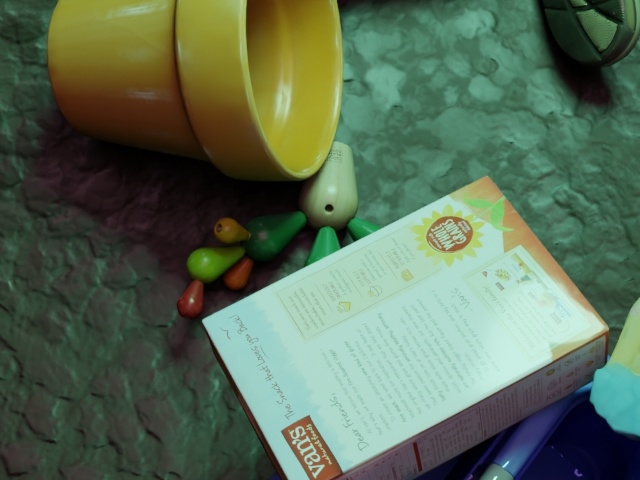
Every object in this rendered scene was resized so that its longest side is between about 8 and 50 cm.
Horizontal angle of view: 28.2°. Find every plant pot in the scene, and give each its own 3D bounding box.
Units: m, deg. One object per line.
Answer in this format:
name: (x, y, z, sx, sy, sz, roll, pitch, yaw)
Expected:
plant pot: (-0.104, -0.147, 1.012, 0.188, 0.205, 0.205, -1, 72, 21)

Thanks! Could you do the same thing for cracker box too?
cracker box: (0.057, 0.073, 0.873, 0.232, 0.067, 0.155, -26, 54, -9)

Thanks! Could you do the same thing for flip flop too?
flip flop: (0.237, -0.281, 1.124, 0.080, 0.112, 0.277, -1, 69, -30)

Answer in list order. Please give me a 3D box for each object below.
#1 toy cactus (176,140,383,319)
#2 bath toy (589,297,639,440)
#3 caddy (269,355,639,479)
toy cactus: (0.000, 0.000, 1.029, 0.219, 0.112, 0.180, 1, 63, 6)
bath toy: (0.328, 0.150, 0.908, 0.129, 0.348, 0.151, -48, 41, 8)
caddy: (0.090, 0.210, 0.920, 0.241, 0.179, 0.341, 38, 75, 8)
